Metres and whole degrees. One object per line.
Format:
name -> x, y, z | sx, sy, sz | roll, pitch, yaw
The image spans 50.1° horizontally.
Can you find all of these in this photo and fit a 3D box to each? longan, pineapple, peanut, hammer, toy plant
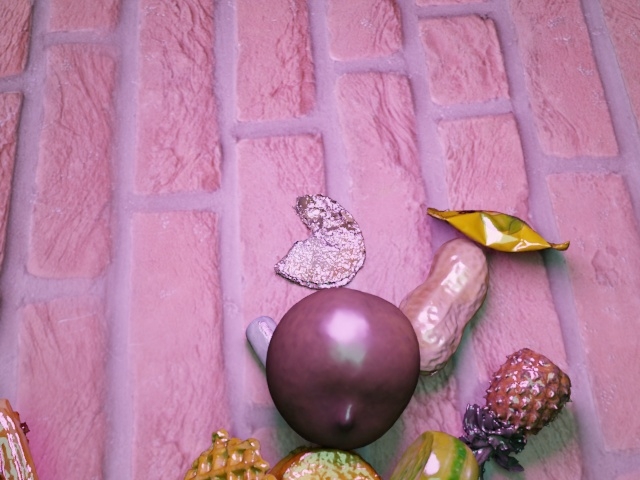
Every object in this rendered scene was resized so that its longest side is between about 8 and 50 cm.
longan -> 0.039, 0.234, 1.273 | 0.297, 0.297, 0.297 | 0, 69, -1
pineapple -> 0.354, 0.364, 1.325 | 0.170, 0.141, 0.310 | 41, 85, -11
peanut -> 0.254, 0.129, 1.410 | 0.149, 0.149, 0.313 | 32, 72, 11
hammer -> -0.053, 0.184, 1.425 | 0.193, 0.069, 0.116 | -28, 71, -20
toy plant -> 0.279, 0.479, 1.177 | 0.315, 0.184, 0.224 | 35, 37, 1

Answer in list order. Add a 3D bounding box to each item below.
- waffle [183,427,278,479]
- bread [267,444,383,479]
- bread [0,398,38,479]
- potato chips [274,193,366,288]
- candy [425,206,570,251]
waffle -> -0.178, 0.492, 1.235 | 0.291, 0.051, 0.291 | -22, 52, 31
bread -> 0.017, 0.503, 1.256 | 0.268, 0.146, 0.269 | 2, 69, -4
bread -> -0.639, 0.506, 1.223 | 0.314, 0.191, 0.370 | -18, 75, -12
potato chips -> 0.000, 0.002, 1.514 | 0.201, 0.029, 0.220 | 1, 72, -1
candy -> 0.369, -0.021, 1.453 | 0.297, 0.187, 0.081 | 13, 97, 8
